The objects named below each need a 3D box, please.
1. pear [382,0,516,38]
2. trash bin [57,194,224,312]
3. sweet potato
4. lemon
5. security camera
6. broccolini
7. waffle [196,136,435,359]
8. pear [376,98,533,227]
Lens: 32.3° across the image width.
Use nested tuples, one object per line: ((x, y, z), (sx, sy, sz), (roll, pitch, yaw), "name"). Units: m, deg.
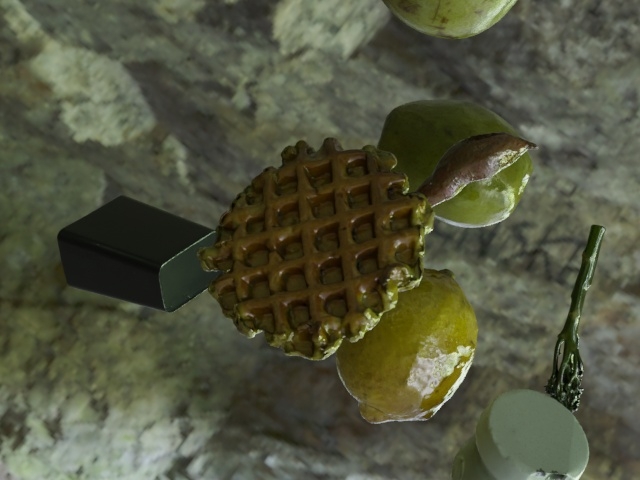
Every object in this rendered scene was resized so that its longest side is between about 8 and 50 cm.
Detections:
((0.200, -0.453, 1.718), (0.283, 0.284, 0.283), (35, -12, 8), "pear")
((-0.294, 0.023, 1.833), (0.225, 0.165, 0.115), (15, -56, 34), "trash bin")
((0.184, -0.097, 1.500), (0.068, 0.226, 0.068), (59, 9, -15), "sweet potato")
((0.142, 0.174, 1.847), (0.233, 0.288, 0.233), (25, 4, -2), "lemon")
((0.319, 0.388, 1.864), (0.194, 0.194, 0.236), (35, -48, 9), "security camera")
((0.534, 0.162, 2.258), (0.078, 0.392, 0.074), (15, 6, 11), "broccolini")
((0.000, 0.000, 1.464), (0.302, 0.325, 0.068), (31, -16, 31), "waffle")
((0.265, -0.156, 2.200), (0.307, 0.253, 0.253), (18, -17, 16), "pear")
